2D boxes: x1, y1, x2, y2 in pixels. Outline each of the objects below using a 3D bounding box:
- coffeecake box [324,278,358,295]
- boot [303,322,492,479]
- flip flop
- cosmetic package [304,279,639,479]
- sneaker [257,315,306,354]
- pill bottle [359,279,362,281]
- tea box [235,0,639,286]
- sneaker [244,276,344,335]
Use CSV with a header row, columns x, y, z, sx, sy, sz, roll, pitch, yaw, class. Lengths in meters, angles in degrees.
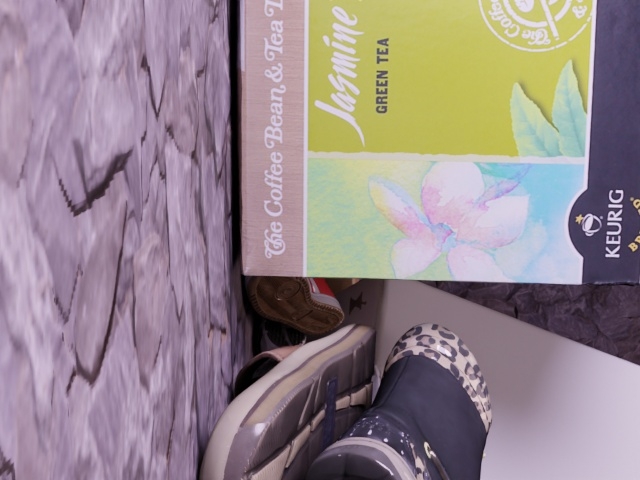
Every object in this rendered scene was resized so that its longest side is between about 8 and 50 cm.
x,y,z,sx,sy,sz,roll,pitch,yaw,class
0.000,0.000,1.221,0.142,0.068,0.185,86,6,-51,coffeecake box
0.073,0.183,0.851,0.178,0.085,0.236,-55,131,-58,boot
-0.024,0.110,0.845,0.277,0.080,0.112,-13,110,-71,flip flop
0.150,0.192,1.142,0.156,0.385,0.217,-33,-136,48,cosmetic package
-0.030,0.057,1.037,0.109,0.040,0.043,-79,-173,-54,sneaker
0.040,-0.015,1.454,0.221,0.124,0.124,-84,174,-46,pill bottle
0.117,-0.110,0.974,0.329,0.324,0.219,-77,167,-77,tea box
-0.028,0.020,0.970,0.118,0.042,0.067,40,21,-59,sneaker
